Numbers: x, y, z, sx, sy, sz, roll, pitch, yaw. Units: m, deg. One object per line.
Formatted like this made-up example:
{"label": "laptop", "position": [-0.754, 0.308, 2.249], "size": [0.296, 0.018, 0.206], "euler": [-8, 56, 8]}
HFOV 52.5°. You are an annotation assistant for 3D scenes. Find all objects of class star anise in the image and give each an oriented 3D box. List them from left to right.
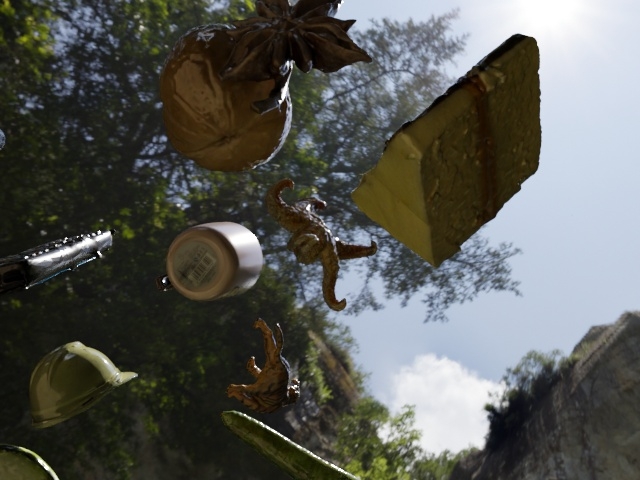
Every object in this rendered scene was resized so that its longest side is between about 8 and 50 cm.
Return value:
{"label": "star anise", "position": [-0.061, -0.371, 1.244], "size": [0.292, 0.109, 0.349], "euler": [-20, -130, -2]}

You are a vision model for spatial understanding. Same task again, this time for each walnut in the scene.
{"label": "walnut", "position": [-0.202, -0.310, 1.397], "size": [0.333, 0.333, 0.333], "euler": [1, -88, 21]}

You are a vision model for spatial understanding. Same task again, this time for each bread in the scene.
{"label": "bread", "position": [0.168, -0.152, 0.898], "size": [0.263, 0.236, 0.198], "euler": [-41, -124, -20]}

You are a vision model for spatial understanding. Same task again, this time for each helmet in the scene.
{"label": "helmet", "position": [-0.558, 0.301, 1.472], "size": [0.204, 0.257, 0.137], "euler": [-16, -83, 26]}

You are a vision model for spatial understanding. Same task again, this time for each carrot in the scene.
{"label": "carrot", "position": [-0.060, 0.464, 1.377], "size": [0.358, 0.074, 0.074], "euler": [31, -77, 1]}

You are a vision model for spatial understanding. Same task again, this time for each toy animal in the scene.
{"label": "toy animal", "position": [-0.087, 0.230, 1.122], "size": [0.116, 0.114, 0.255], "euler": [23, -36, 6]}

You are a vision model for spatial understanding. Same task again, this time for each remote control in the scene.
{"label": "remote control", "position": [-0.501, 0.039, 1.193], "size": [0.144, 0.399, 0.062], "euler": [-13, -82, 5]}

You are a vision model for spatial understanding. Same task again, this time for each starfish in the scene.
{"label": "starfish", "position": [0.004, 0.000, 1.390], "size": [0.113, 0.303, 0.312], "euler": [-37, -124, 24]}

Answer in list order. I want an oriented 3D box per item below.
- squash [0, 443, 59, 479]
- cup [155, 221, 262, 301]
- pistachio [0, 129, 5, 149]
{"label": "squash", "position": [-0.466, 0.423, 0.882], "size": [0.233, 0.210, 0.309], "euler": [36, -54, -2]}
{"label": "cup", "position": [-0.286, 0.063, 1.555], "size": [0.253, 0.200, 0.191], "euler": [-22, -92, 11]}
{"label": "pistachio", "position": [-0.542, -0.123, 0.912], "size": [0.124, 0.185, 0.124], "euler": [20, -66, 55]}
